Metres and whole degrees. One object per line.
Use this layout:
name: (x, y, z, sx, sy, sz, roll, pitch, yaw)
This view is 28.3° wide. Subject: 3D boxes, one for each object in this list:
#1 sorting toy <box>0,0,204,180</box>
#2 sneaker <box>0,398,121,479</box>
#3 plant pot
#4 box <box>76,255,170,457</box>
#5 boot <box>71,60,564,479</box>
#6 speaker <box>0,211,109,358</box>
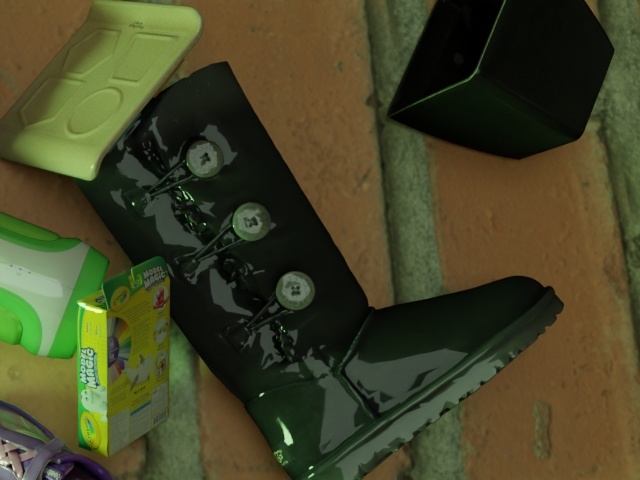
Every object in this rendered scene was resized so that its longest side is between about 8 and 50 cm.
sorting toy: (-0.229, -0.157, 1.308, 0.038, 0.193, 0.208, 48, 66, -42)
sneaker: (-0.279, 0.219, 1.224, 0.236, 0.104, 0.095, 31, 72, -5)
plant pot: (0.215, -0.194, 1.435, 0.167, 0.188, 0.187, 32, 69, -20)
box: (-0.191, 0.108, 1.236, 0.043, 0.105, 0.179, 15, 112, 25)
boot: (-0.002, 0.001, 1.347, 0.367, 0.146, 0.445, -35, 83, -22)
speaker: (-0.364, 0.015, 1.238, 0.296, 0.131, 0.131, 21, 72, -10)
